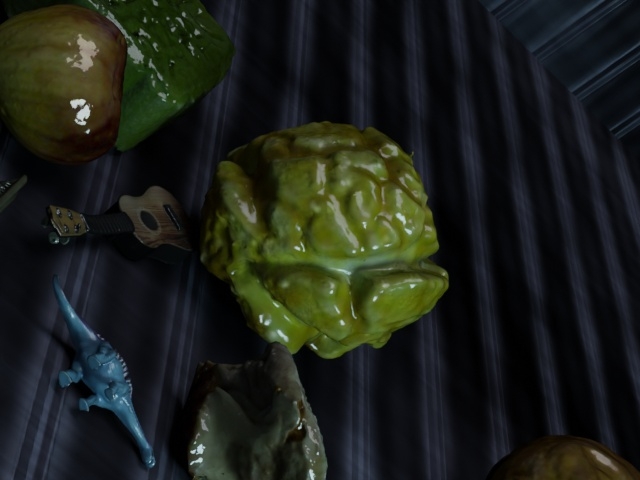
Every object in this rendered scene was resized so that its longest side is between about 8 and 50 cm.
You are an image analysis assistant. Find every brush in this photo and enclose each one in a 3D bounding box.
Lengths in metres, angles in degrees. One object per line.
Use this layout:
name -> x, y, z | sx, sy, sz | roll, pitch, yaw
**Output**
brush -> -0.312, -0.022, 1.551 | 0.027, 0.034, 0.190 | 39, 24, -6

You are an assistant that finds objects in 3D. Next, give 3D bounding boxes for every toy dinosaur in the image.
toy dinosaur -> -0.201, 0.118, 1.539 | 0.197, 0.045, 0.080 | 61, 11, 5

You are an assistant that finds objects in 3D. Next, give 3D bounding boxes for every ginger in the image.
ginger -> 0.297, 0.344, 1.932 | 0.269, 0.200, 0.223 | 46, 21, -11

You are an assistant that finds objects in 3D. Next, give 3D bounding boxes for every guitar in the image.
guitar -> -0.208, -0.013, 1.722 | 0.084, 0.038, 0.271 | 56, 20, 12

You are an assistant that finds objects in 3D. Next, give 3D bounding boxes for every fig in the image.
fig -> -0.286, -0.172, 1.678 | 0.230, 0.143, 0.160 | 30, 62, -43

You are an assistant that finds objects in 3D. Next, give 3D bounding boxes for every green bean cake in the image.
green bean cake -> -0.216, -0.231, 1.924 | 0.222, 0.125, 0.248 | 51, 23, -1

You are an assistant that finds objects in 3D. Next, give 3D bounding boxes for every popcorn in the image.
popcorn -> 0.008, -0.002, 1.859 | 0.282, 0.247, 0.282 | 62, 10, -20

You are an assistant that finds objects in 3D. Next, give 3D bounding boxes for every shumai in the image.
shumai -> -0.067, 0.189, 1.590 | 0.201, 0.120, 0.201 | 171, -90, -79
